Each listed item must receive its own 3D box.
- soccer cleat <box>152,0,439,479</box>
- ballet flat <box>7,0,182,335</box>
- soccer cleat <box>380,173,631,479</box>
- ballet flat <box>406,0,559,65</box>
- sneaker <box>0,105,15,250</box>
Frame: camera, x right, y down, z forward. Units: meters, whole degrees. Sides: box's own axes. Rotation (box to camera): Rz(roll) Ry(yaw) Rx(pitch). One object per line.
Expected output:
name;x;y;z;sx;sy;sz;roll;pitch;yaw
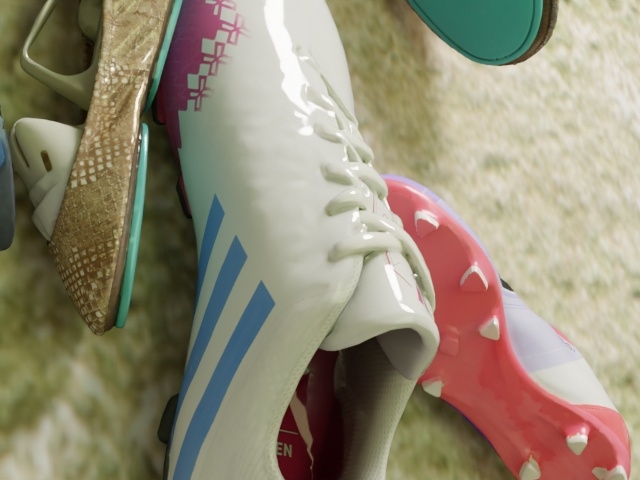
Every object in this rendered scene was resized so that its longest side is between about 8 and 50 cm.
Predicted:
soccer cleat;0.000;0.000;0.669;0.116;0.143;0.331;15;68;-43
ballet flat;-0.106;-0.058;0.646;0.067;0.073;0.206;12;65;-14
soccer cleat;0.092;0.054;0.810;0.248;0.083;0.095;48;19;-19
ballet flat;0.051;-0.250;0.829;0.316;0.108;0.106;56;33;-19
sneaker;-0.183;-0.087;0.572;0.082;0.069;0.209;-21;100;-22
